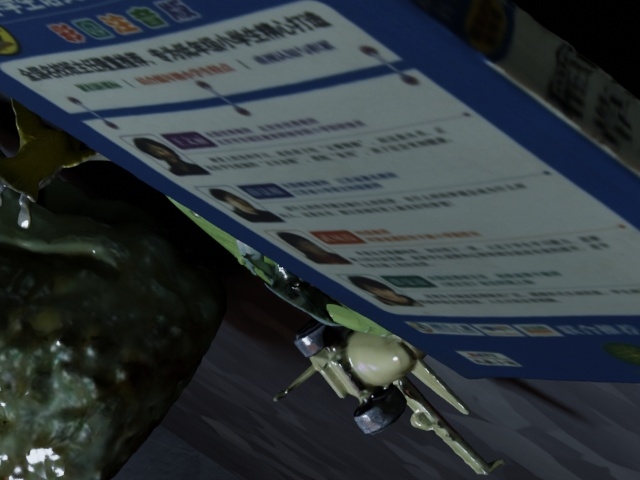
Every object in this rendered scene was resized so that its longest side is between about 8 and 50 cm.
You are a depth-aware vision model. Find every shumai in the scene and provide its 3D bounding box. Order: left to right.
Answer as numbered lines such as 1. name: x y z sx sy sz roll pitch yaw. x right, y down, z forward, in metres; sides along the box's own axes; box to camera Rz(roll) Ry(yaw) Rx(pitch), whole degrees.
1. shumai: -0.294 0.080 1.664 0.348 0.395 0.395 41 167 -9

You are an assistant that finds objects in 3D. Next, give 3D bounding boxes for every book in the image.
1. book: 0.030 -0.034 0.882 0.428 0.039 0.300 33 158 -34

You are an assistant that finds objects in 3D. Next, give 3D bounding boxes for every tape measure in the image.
1. tape measure: 0.000 0.000 1.238 0.177 0.087 0.154 40 166 -36

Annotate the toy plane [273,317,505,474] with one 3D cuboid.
1. toy plane: 0.034 0.080 1.460 0.242 0.104 0.256 50 159 -7

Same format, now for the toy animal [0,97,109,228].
1. toy animal: -0.226 -0.063 1.553 0.219 0.095 0.155 34 164 3
